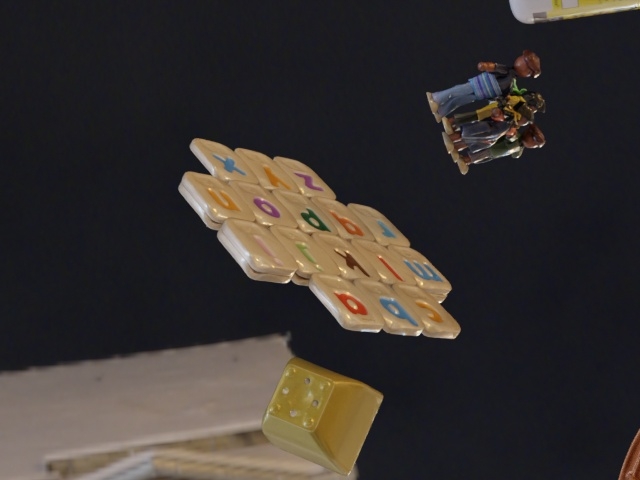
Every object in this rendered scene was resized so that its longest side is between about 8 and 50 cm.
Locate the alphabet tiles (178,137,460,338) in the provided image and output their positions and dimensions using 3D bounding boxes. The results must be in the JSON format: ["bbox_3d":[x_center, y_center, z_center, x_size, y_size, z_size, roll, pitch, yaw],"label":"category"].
[{"bbox_3d":[0.000,0.000,1.230,0.284,0.278,0.021,10,-60,-49],"label":"alphabet tiles"}]

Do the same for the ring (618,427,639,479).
[{"bbox_3d":[0.335,0.229,0.866,0.032,0.337,0.337,-7,-39,-47],"label":"ring"}]

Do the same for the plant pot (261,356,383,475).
[{"bbox_3d":[-0.005,0.147,1.144,0.081,0.081,0.083,19,-14,23],"label":"plant pot"}]

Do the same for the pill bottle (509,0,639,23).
[{"bbox_3d":[0.243,-0.232,0.974,0.214,0.117,0.117,-6,-45,13],"label":"pill bottle"}]

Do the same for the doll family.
[{"bbox_3d":[0.175,-0.127,1.305,0.111,0.076,0.193,-18,-9,11],"label":"doll family"}]
